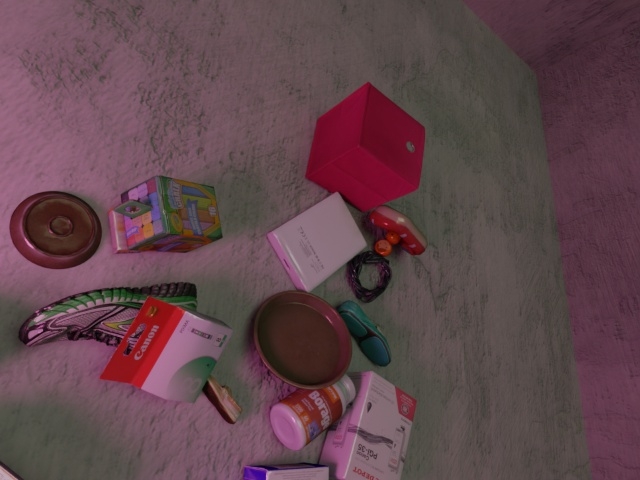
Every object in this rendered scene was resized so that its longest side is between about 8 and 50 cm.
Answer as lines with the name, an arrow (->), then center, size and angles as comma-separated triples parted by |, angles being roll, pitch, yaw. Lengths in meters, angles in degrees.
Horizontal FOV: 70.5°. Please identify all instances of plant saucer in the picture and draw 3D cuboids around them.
plant saucer -> -0.535, -0.026, 0.929 | 0.168, 0.029, 0.169 | 15, 67, -37
plant saucer -> -0.047, 0.257, 1.178 | 0.277, 0.041, 0.278 | 17, 46, -18

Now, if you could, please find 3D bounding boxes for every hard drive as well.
hard drive -> 0.000, 0.000, 1.366 | 0.307, 0.040, 0.203 | -35, 99, -42

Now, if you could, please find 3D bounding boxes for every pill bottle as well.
pill bottle -> -0.013, 0.422, 1.154 | 0.216, 0.121, 0.121 | -22, 90, -43

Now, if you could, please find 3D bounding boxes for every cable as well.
cable -> 0.162, 0.108, 1.470 | 0.184, 0.047, 0.151 | -32, 92, -38

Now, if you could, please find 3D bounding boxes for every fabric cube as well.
fabric cube -> 0.146, -0.285, 1.443 | 0.258, 0.259, 0.254 | 29, 59, -30

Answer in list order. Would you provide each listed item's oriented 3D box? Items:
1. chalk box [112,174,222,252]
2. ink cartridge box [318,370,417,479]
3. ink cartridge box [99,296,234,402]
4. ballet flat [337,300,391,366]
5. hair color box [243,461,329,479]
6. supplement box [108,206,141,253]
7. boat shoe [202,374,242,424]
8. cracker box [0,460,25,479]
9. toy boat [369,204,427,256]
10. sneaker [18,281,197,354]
chalk box -> -0.341, -0.053, 0.993 | 0.213, 0.132, 0.132 | 4, 71, -59
ink cartridge box -> 0.135, 0.535, 1.242 | 0.207, 0.117, 0.283 | 38, 54, -25
ink cartridge box -> -0.300, 0.229, 0.925 | 0.181, 0.056, 0.224 | -61, 146, -7
ballet flat -> 0.142, 0.272, 1.370 | 0.247, 0.083, 0.087 | 50, 36, -18
hair color box -> -0.082, 0.690, 1.012 | 0.185, 0.110, 0.339 | 18, 62, -36
supplement box -> -0.431, -0.022, 1.009 | 0.062, 0.036, 0.099 | -2, 76, -42
boat shoe -> -0.227, 0.360, 1.046 | 0.045, 0.050, 0.136 | -43, 114, -44
cracker box -> -0.535, 0.369, 0.705 | 0.232, 0.155, 0.067 | 51, 50, -14
toy boat -> 0.242, -0.011, 1.525 | 0.151, 0.151, 0.231 | -49, 124, -2
sneaker -> -0.399, 0.168, 0.906 | 0.343, 0.134, 0.147 | -1, 77, -41
